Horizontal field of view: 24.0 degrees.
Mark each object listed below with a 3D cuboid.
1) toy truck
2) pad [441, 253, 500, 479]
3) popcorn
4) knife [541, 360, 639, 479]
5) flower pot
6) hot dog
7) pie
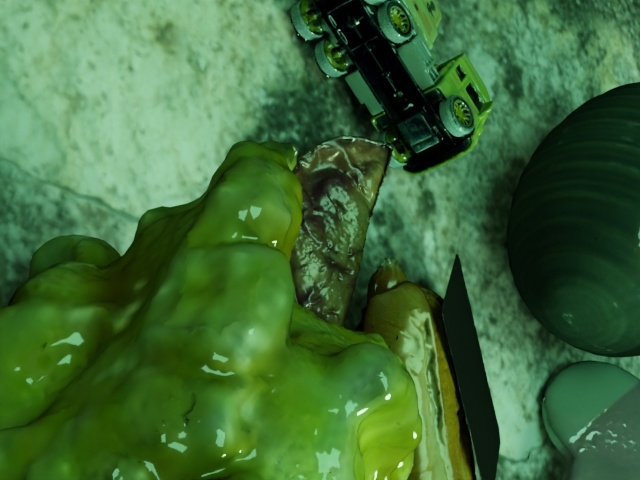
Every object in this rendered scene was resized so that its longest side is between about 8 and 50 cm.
[{"bbox_3d":[0.058,-0.140,1.092,0.169,0.077,0.100,55,38,-12],"label":"toy truck"},{"bbox_3d":[0.108,0.098,1.064,0.112,0.003,0.157,-62,140,-66],"label":"pad"},{"bbox_3d":[-0.074,0.136,0.786,0.335,0.274,0.279,-47,113,-37],"label":"popcorn"},{"bbox_3d":[0.178,0.272,1.106,0.132,0.038,0.398,22,62,3],"label":"knife"},{"bbox_3d":[0.243,-0.017,1.163,0.189,0.157,0.243,55,53,-15],"label":"flower pot"},{"bbox_3d":[0.063,0.134,1.032,0.102,0.076,0.249,15,66,-72],"label":"hot dog"},{"bbox_3d":[0.000,0.000,1.033,0.092,0.034,0.170,18,75,-30],"label":"pie"}]
